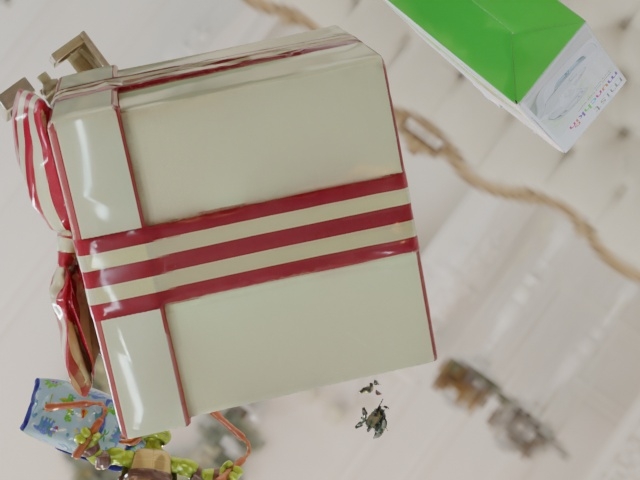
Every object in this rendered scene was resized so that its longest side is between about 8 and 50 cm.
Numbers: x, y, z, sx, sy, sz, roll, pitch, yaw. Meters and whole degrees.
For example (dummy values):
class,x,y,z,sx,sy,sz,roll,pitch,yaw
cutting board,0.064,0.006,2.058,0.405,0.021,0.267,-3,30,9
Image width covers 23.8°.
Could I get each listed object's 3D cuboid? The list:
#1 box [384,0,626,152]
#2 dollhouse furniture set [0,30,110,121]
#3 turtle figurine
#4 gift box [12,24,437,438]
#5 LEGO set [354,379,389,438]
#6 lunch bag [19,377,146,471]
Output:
class,x,y,z,sx,sy,sz,roll,pitch,yaw
box,0.206,-0.246,1.791,0.262,0.127,0.231,43,-172,25
dollhouse furniture set,-0.365,-0.194,2.171,0.123,0.151,0.144,53,168,-4
turtle figurine,-0.229,0.307,1.899,0.269,0.217,0.087,14,145,-13
gift box,-0.077,-0.011,1.116,0.276,0.258,0.255,-133,31,-78
LEGO set,0.070,0.216,1.898,0.054,0.083,0.023,-20,139,41
lunch bag,-0.302,0.245,2.015,0.128,0.096,0.151,15,174,26
